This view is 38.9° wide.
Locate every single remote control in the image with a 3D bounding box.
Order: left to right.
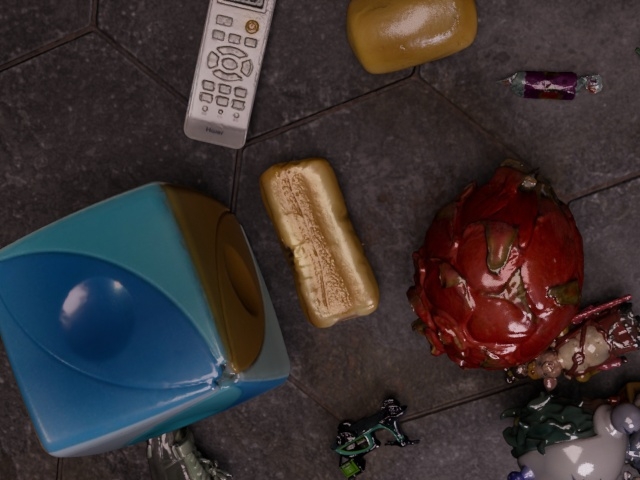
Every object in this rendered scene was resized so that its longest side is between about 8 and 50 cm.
[{"bbox_3d":[-0.151,-0.319,1.558,0.109,0.055,0.313,13,99,-1],"label":"remote control"}]

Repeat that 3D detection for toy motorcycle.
[{"bbox_3d":[0.097,0.359,1.662,0.173,0.058,0.100,-34,102,15],"label":"toy motorcycle"}]

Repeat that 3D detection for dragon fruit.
[{"bbox_3d":[0.287,0.053,1.464,0.277,0.277,0.343,36,109,0],"label":"dragon fruit"}]

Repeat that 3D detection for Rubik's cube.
[{"bbox_3d":[-0.281,0.133,1.478,0.351,0.347,0.352,-26,78,10],"label":"Rubik's cube"}]

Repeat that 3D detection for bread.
[{"bbox_3d":[0.000,0.000,1.580,0.141,0.091,0.305,-19,99,5],"label":"bread"},{"bbox_3d":[0.147,-0.359,1.483,0.217,0.098,0.147,-19,95,10],"label":"bread"}]

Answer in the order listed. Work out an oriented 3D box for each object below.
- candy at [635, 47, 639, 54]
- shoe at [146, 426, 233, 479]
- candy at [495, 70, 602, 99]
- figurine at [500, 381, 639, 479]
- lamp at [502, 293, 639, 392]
[{"bbox_3d":[0.553,-0.249,1.429,0.055,0.049,0.185,-35,51,8],"label":"candy"},{"bbox_3d":[-0.240,0.421,1.701,0.149,0.109,0.293,-2,104,4],"label":"shoe"},{"bbox_3d":[0.378,-0.256,1.499,0.174,0.045,0.043,3,68,9],"label":"candy"},{"bbox_3d":[0.487,0.331,1.514,0.381,0.186,0.261,1,141,-11],"label":"figurine"},{"bbox_3d":[0.428,0.187,1.550,0.253,0.118,0.118,-23,98,11],"label":"lamp"}]
